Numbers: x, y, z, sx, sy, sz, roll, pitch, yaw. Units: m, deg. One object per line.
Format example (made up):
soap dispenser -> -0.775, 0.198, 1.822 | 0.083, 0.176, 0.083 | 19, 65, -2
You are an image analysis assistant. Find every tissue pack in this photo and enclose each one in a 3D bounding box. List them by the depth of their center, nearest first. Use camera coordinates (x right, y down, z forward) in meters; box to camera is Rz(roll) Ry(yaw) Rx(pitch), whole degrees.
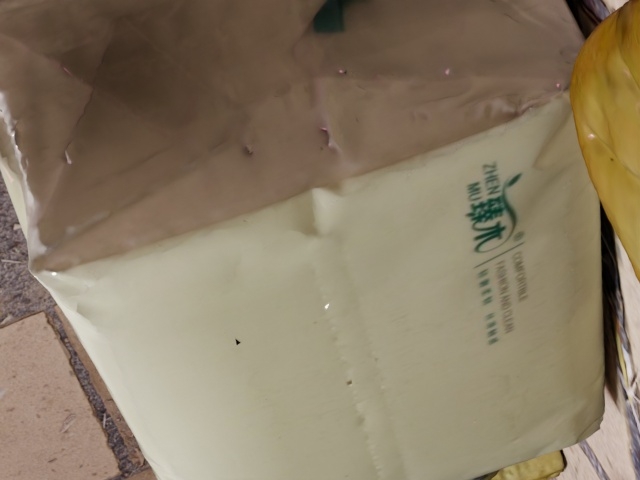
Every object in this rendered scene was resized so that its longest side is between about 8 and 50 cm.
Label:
tissue pack -> 0.000, 0.000, 0.957 | 0.380, 0.297, 0.207 | 72, 177, -56

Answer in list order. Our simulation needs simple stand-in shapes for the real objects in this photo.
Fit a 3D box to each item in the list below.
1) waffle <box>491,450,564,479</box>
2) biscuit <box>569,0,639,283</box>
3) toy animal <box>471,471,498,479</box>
waffle -> 0.077, 0.100, 1.377 | 0.057, 0.168, 0.274 | 109, 142, -74
biscuit -> 0.156, -0.003, 0.652 | 0.260, 0.041, 0.203 | -121, 10, -56
toy animal -> 0.119, 0.097, 1.252 | 0.219, 0.101, 0.103 | -116, 7, -45
